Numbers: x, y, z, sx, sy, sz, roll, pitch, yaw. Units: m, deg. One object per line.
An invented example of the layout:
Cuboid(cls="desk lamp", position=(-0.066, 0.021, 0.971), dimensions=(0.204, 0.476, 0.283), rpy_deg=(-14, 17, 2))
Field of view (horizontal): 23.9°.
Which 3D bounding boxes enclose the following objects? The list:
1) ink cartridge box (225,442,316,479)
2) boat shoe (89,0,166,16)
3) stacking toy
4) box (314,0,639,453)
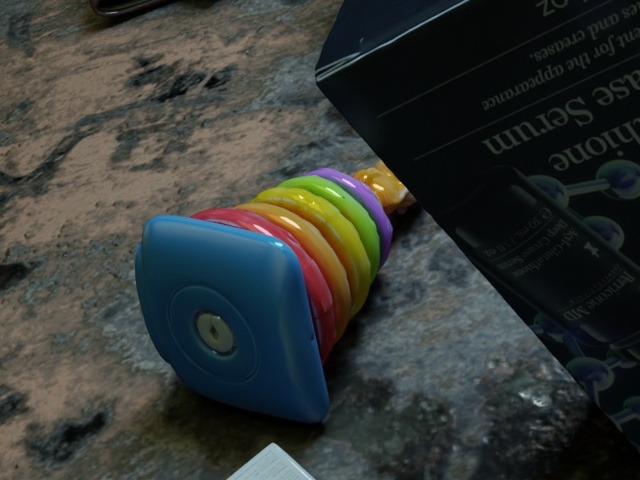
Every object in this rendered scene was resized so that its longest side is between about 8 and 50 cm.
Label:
Cuboid(cls="ink cartridge box", position=(-0.028, 0.246, 1.068), dimensions=(0.145, 0.045, 0.179), rpy_deg=(-37, 56, -20))
Cuboid(cls="boat shoe", position=(-0.130, -0.351, 1.832), dimensions=(0.342, 0.123, 0.123), rpy_deg=(-13, 50, 15))
Cuboid(cls="stacking toy", position=(0.000, 0.000, 1.282), dimensions=(0.165, 0.175, 0.302), rpy_deg=(11, 36, 35))
Cuboid(cls="box", position=(0.244, -0.079, 0.954), dimensions=(0.293, 0.395, 0.212), rpy_deg=(-25, 30, 36))
